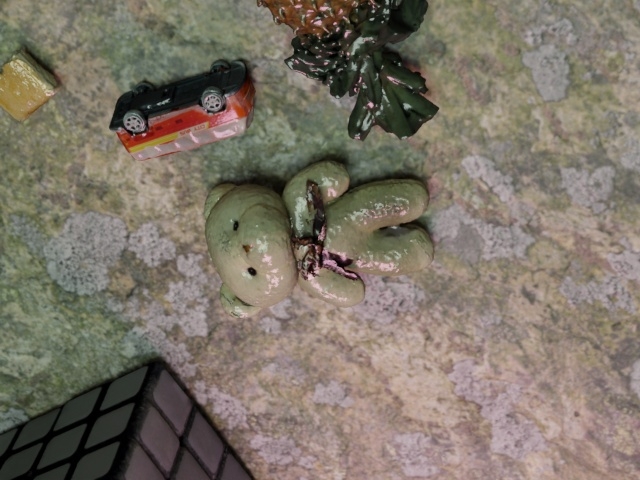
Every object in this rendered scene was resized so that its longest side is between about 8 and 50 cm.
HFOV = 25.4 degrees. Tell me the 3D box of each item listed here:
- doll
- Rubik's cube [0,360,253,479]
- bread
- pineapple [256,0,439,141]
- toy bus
[{"bbox_3d":[-0.001,-0.004,1.715,0.278,0.149,0.175,-10,85,0],"label":"doll"},{"bbox_3d":[-0.285,0.428,1.881,0.337,0.344,0.344,-24,114,21],"label":"Rubik's cube"},{"bbox_3d":[-0.361,-0.186,1.720,0.070,0.035,0.083,41,124,-14],"label":"bread"},{"bbox_3d":[0.030,-0.247,1.571,0.170,0.141,0.310,-34,119,-2],"label":"pineapple"},{"bbox_3d":[-0.157,-0.151,1.685,0.174,0.079,0.077,-13,125,15],"label":"toy bus"}]
